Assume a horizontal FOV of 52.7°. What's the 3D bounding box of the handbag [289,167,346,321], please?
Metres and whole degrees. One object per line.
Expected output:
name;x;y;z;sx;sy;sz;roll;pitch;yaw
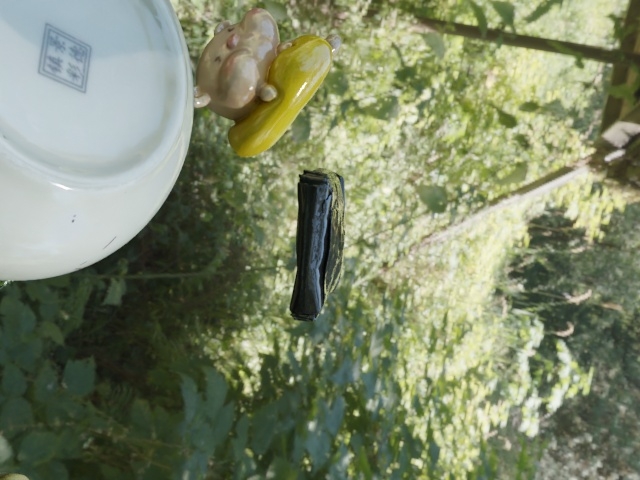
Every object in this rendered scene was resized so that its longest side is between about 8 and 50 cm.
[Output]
handbag;0.000;0.000;1.105;0.223;0.080;0.246;-64;157;-80

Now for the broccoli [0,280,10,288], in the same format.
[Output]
broccoli;-0.423;0.007;0.799;0.092;0.095;0.097;-45;154;-40

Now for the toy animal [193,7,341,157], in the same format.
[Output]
toy animal;-0.115;-0.368;1.317;0.277;0.247;0.345;-40;-165;53

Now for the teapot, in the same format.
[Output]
teapot;-0.166;-0.102;0.349;0.208;0.166;0.299;16;64;-41

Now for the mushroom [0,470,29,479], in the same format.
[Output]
mushroom;-0.509;0.347;0.830;0.159;0.329;0.122;-63;146;-73
